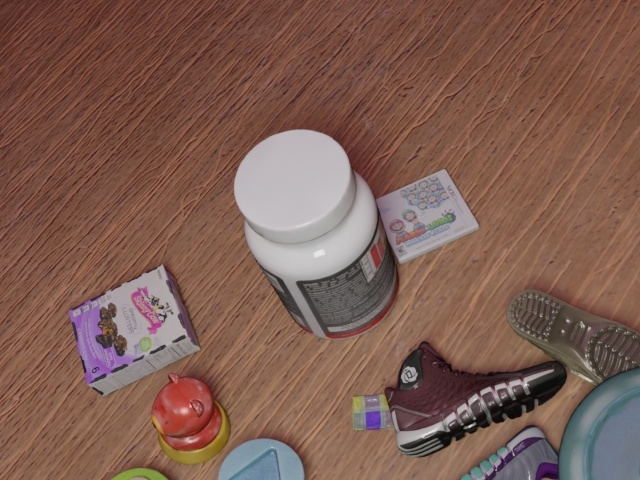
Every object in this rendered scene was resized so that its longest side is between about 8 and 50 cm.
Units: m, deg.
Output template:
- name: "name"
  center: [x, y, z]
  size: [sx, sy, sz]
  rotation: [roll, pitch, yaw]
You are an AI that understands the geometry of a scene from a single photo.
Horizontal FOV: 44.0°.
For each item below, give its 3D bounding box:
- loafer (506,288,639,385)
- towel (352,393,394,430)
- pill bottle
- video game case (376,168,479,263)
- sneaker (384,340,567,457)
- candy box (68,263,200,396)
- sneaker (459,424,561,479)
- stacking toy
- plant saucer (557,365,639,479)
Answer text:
- name: "loafer"
  center: [0.413, 0.160, 1.223]
  size: [0.269, 0.092, 0.102]
  rotation: [32, 88, 12]
- name: "towel"
  center: [0.093, 0.278, 1.286]
  size: [0.083, 0.009, 0.060]
  rotation: [-6, 60, 12]
- name: "pill bottle"
  center: [0.000, 0.000, 1.263]
  size: [0.210, 0.363, 0.210]
  rotation: [-6, 59, 11]
- name: "video game case"
  center: [0.187, -0.046, 1.444]
  size: [0.157, 0.019, 0.143]
  rotation: [-24, 57, 0]
- name: "sneaker"
  center: [0.226, 0.211, 1.236]
  size: [0.281, 0.106, 0.162]
  rotation: [-24, 54, 1]
- name: "candy box"
  center: [-0.338, 0.161, 1.433]
  size: [0.196, 0.070, 0.164]
  rotation: [-27, 57, -1]
- name: "sneaker"
  center: [0.260, 0.368, 1.148]
  size: [0.224, 0.083, 0.098]
  rotation: [-36, 63, -8]
- name: "stacking toy"
  center: [-0.192, 0.366, 1.199]
  size: [0.309, 0.130, 0.279]
  rotation: [31, 55, 27]
- name: "plant saucer"
  center: [0.489, 0.320, 1.079]
  size: [0.318, 0.043, 0.317]
  rotation: [-6, 67, 14]
